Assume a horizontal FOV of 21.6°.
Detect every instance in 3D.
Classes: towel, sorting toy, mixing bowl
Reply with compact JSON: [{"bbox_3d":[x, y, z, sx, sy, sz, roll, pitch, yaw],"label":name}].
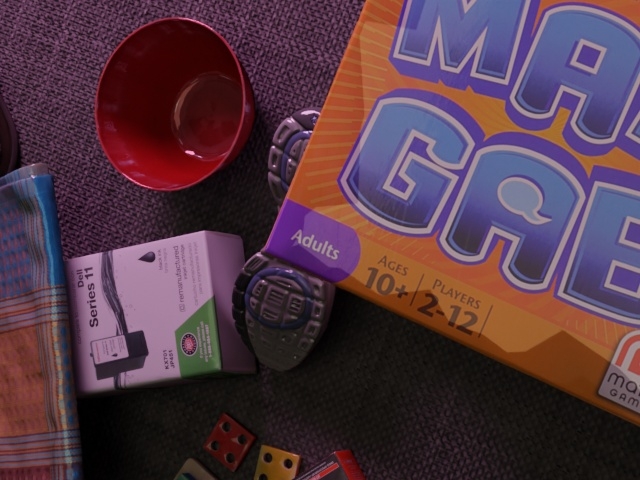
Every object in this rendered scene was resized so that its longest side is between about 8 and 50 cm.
[{"bbox_3d":[-0.352,0.118,1.838,0.271,0.040,0.370,-15,79,50],"label":"towel"},{"bbox_3d":[-0.128,0.314,1.771,0.132,0.046,0.274,39,102,22],"label":"sorting toy"},{"bbox_3d":[-0.138,-0.138,1.779,0.181,0.098,0.181,-2,85,24],"label":"mixing bowl"}]

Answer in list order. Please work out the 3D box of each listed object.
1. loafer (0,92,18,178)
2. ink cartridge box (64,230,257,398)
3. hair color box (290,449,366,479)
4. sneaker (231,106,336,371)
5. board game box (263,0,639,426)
[{"bbox_3d":[-0.410,-0.159,1.919,0.080,0.078,0.220,-20,78,23],"label":"loafer"},{"bbox_3d":[-0.184,0.083,1.790,0.208,0.087,0.153,-12,81,25],"label":"ink cartridge box"},{"bbox_3d":[0.028,0.291,1.700,0.072,0.043,0.141,-35,73,18],"label":"hair color box"},{"bbox_3d":[0.000,0.000,1.703,0.111,0.129,0.297,29,117,22],"label":"sneaker"},{"bbox_3d":[0.227,-0.078,1.441,0.356,0.356,0.357,24,97,18],"label":"board game box"}]
